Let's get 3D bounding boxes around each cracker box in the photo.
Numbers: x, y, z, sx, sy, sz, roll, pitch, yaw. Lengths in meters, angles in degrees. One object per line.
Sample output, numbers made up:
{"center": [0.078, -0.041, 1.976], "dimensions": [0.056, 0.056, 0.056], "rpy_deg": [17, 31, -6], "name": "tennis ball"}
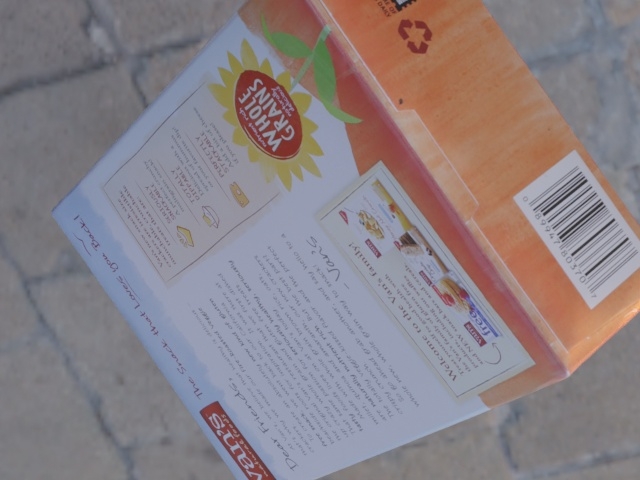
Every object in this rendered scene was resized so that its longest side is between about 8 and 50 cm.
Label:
{"center": [0.000, 0.000, 0.560], "dimensions": [0.155, 0.067, 0.232], "rpy_deg": [55, 146, -1], "name": "cracker box"}
